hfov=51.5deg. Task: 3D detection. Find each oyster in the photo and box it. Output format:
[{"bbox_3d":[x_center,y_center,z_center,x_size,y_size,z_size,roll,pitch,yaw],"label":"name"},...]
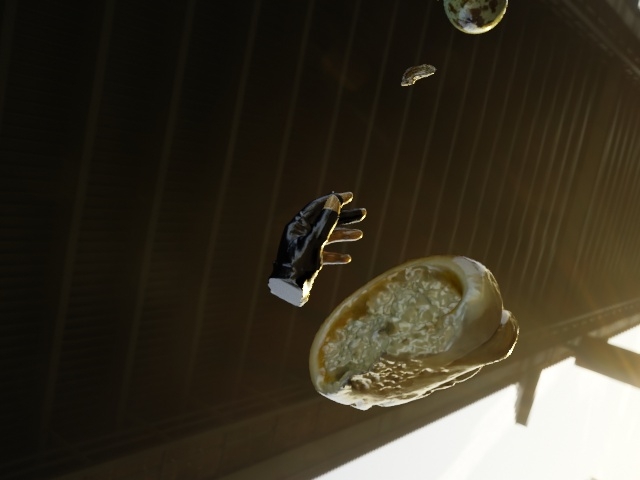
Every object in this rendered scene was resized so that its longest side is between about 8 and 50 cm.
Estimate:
[{"bbox_3d":[0.262,-0.432,1.771,0.038,0.083,0.080,72,-146,-46],"label":"oyster"}]

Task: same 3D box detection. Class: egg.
[{"bbox_3d":[0.421,-0.668,1.815,0.169,0.169,0.231,54,-153,-48],"label":"egg"}]

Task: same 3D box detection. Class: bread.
[{"bbox_3d":[0.181,0.211,1.343,0.245,0.424,0.329,56,-155,-12],"label":"bread"}]

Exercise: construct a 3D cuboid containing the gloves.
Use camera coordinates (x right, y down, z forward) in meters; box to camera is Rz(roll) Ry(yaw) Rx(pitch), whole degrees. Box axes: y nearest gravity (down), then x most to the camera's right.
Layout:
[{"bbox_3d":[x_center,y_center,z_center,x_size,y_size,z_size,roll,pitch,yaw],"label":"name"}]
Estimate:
[{"bbox_3d":[-0.008,0.000,1.529,0.301,0.152,0.197,-42,-17,-23],"label":"gloves"}]
